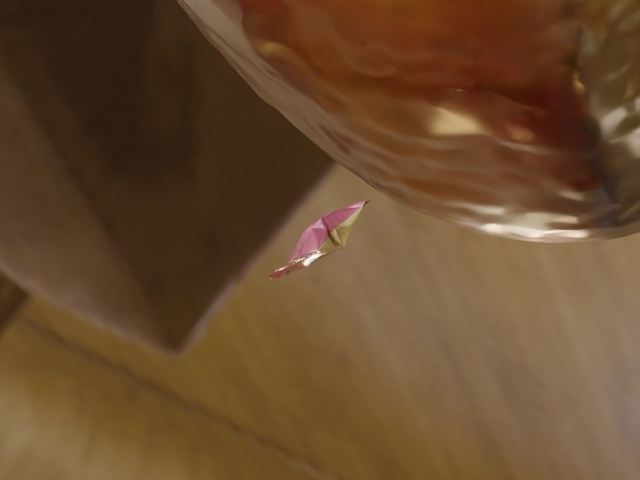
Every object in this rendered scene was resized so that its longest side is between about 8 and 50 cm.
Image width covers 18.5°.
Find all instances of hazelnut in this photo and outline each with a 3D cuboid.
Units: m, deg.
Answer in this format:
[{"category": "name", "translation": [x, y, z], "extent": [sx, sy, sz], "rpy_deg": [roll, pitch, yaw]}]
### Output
[{"category": "hazelnut", "translation": [0.080, -0.192, 0.997], "extent": [0.421, 0.352, 0.421], "rpy_deg": [9, 156, 4]}]

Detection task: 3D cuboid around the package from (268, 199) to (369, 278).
[{"category": "package", "translation": [0.000, 0.000, 1.505], "extent": [0.029, 0.083, 0.059], "rpy_deg": [53, 139, -7]}]
